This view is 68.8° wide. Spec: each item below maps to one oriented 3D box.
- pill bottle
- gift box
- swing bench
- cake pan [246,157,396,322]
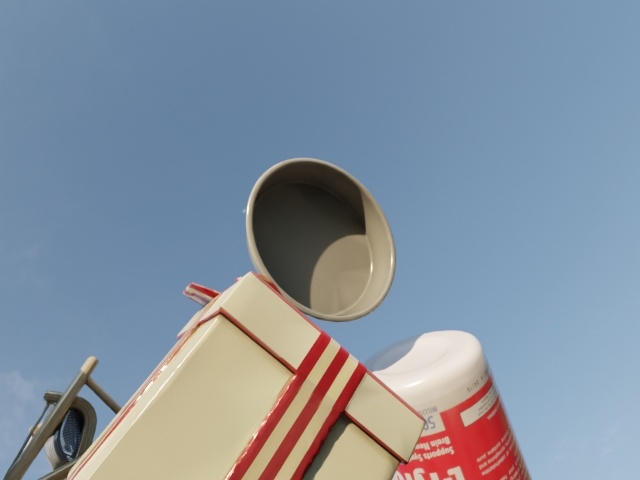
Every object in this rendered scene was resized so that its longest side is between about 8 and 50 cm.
[{"bbox_3d":[0.224,0.380,0.784,0.228,0.229,0.408,-22,-88,-12],"label":"pill bottle"},{"bbox_3d":[-0.090,0.191,0.486,0.255,0.276,0.258,44,-119,-13],"label":"gift box"},{"bbox_3d":[-0.434,0.363,0.735,0.165,0.255,0.253,44,-52,0],"label":"swing bench"},{"bbox_3d":[0.000,0.000,0.798,0.292,0.054,0.294,14,-118,-28],"label":"cake pan"}]
